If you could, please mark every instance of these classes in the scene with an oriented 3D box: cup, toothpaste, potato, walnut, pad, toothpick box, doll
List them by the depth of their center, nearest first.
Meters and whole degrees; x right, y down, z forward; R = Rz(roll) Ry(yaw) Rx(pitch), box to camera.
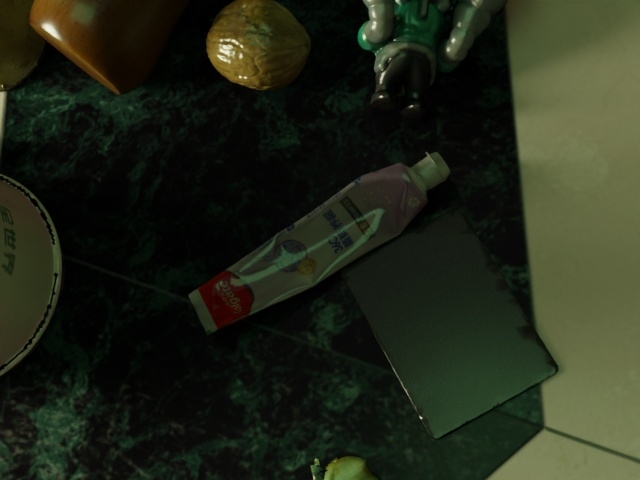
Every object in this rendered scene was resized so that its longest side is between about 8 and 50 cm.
[{"bbox_3d":[0.124,0.078,1.376,0.143,0.003,0.211,-29,60,2],"label":"pad"},{"bbox_3d":[-0.423,0.009,1.407,0.253,0.274,0.253,-3,75,10],"label":"cup"},{"bbox_3d":[0.000,0.000,1.429,0.301,0.048,0.075,-33,64,3],"label":"toothpaste"},{"bbox_3d":[0.126,-0.267,1.471,0.195,0.153,0.258,-13,85,-20],"label":"doll"},{"bbox_3d":[-0.070,-0.214,1.522,0.124,0.105,0.105,15,70,23],"label":"walnut"},{"bbox_3d":[-0.185,-0.318,1.565,0.192,0.192,0.294,35,86,28],"label":"toothpick box"},{"bbox_3d":[-0.416,-0.280,1.621,0.182,0.117,0.202,8,88,25],"label":"potato"}]

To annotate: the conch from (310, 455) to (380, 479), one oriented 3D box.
[{"bbox_3d":[0.038,0.273,1.272,0.106,0.079,0.170,-2,57,0],"label":"conch"}]
